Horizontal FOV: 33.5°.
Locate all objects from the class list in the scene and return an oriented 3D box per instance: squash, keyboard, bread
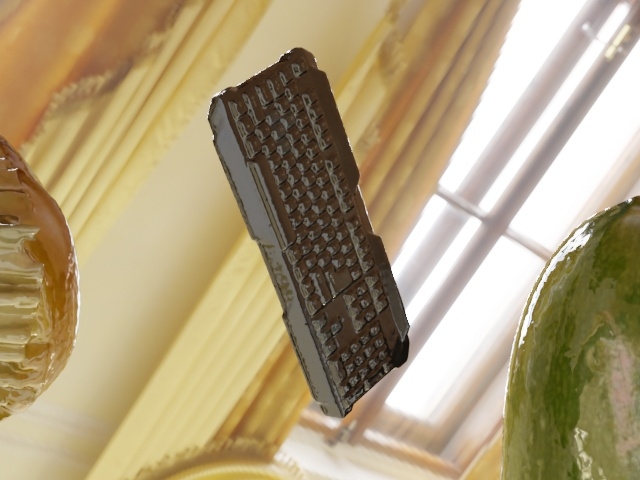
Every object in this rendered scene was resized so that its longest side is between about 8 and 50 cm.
[{"bbox_3d":[0.275,0.122,0.956,0.310,0.310,0.309,5,-111,-70],"label":"squash"},{"bbox_3d":[0.000,0.000,0.748,0.016,0.106,0.262,9,128,46],"label":"keyboard"},{"bbox_3d":[-0.337,-0.004,0.855,0.183,0.236,0.388,7,-154,-44],"label":"bread"}]
